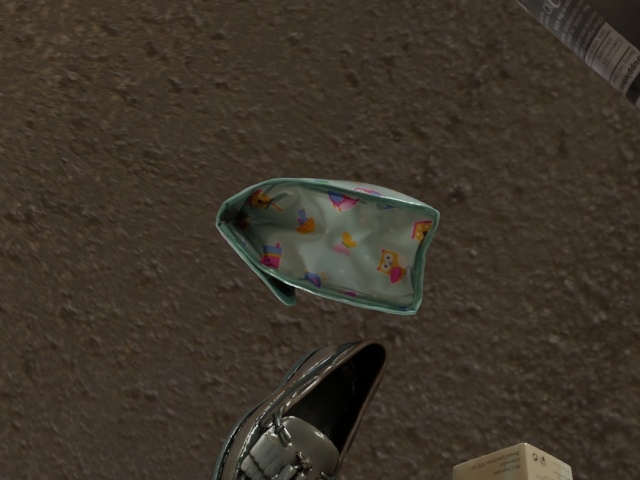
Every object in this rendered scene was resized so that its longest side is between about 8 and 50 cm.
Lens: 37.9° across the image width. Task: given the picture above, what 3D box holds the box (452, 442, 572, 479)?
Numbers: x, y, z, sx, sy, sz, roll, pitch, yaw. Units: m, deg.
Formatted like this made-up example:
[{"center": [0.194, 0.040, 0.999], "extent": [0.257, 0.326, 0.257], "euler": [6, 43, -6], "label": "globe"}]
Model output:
[{"center": [0.283, 0.466, 1.322], "extent": [0.121, 0.148, 0.311], "euler": [32, 43, -32], "label": "box"}]

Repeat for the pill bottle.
[{"center": [0.302, -0.216, 0.838], "extent": [0.161, 0.161, 0.283], "euler": [-40, 74, -15], "label": "pill bottle"}]

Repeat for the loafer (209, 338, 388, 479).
[{"center": [-0.013, 0.170, 0.833], "extent": [0.096, 0.084, 0.267], "euler": [50, 35, -10], "label": "loafer"}]

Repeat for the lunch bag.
[{"center": [0.000, 0.000, 1.162], "extent": [0.262, 0.223, 0.160], "euler": [10, 92, -1], "label": "lunch bag"}]
